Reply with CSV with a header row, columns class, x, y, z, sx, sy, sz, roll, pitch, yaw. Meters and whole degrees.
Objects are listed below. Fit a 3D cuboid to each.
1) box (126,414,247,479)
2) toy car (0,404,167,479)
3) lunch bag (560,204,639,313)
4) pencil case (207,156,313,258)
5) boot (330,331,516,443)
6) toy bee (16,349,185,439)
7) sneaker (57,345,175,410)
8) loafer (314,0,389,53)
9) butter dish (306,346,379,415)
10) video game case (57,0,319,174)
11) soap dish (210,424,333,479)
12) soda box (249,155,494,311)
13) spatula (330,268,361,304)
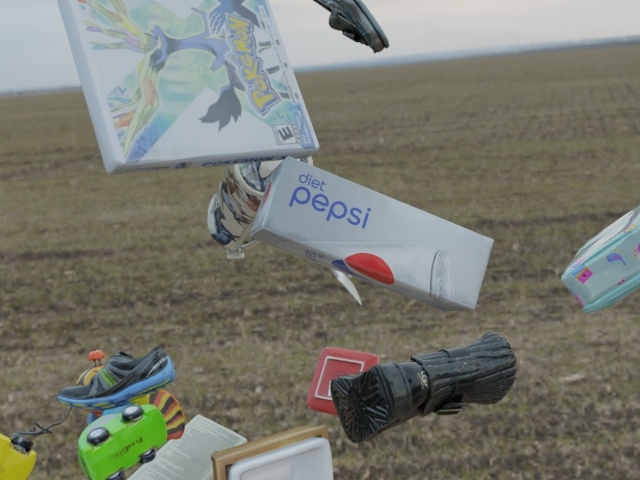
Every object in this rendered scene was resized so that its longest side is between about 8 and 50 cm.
class,x,y,z,sx,sy,sz,roll,pitch,yaw
box,-0.300,0.524,1.718,0.148,0.121,0.311,21,37,26
toy car,-0.256,0.236,0.815,0.053,0.239,0.225,6,27,45
lunch bag,0.566,0.024,1.515,0.224,0.108,0.279,-44,-10,31
pencil case,-0.142,-0.098,1.785,0.160,0.183,0.410,-8,-14,-19
boot,0.185,0.278,1.525,0.260,0.131,0.348,-12,-11,-23
toy bee,-0.390,0.292,1.540,0.195,0.162,0.298,-7,-17,34
sneaker,-0.321,0.217,1.284,0.188,0.078,0.067,-20,-23,4
loafer,0.040,-0.444,1.596,0.084,0.267,0.096,-34,-32,4
butter dish,0.068,0.350,1.939,0.160,0.159,0.118,4,-26,29
video game case,-0.171,-0.249,1.035,0.300,0.328,0.036,-10,-13,-39
soap dish,-0.088,0.499,1.521,0.229,0.290,0.118,-11,15,-30
soda box,0.064,-0.002,1.018,0.286,0.098,0.091,22,-12,-12
spatula,0.000,0.000,1.525,0.019,0.242,0.168,-29,40,15
